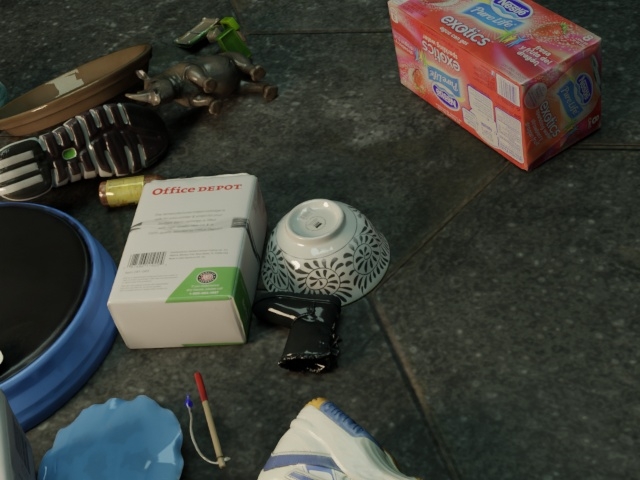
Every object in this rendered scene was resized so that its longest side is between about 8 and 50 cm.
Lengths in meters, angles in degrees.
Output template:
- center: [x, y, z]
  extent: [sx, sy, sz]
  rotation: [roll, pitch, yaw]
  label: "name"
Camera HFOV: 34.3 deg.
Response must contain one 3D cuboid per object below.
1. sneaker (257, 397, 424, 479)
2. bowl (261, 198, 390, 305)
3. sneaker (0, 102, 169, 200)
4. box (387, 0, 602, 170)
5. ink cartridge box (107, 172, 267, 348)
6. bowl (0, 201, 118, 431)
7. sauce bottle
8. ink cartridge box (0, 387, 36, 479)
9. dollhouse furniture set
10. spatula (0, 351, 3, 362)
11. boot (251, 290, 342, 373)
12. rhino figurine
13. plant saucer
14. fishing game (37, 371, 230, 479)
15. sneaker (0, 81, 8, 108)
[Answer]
- center: [0.061, 0.284, 1.011]
  extent: [0.131, 0.112, 0.296]
  rotation: [-49, 50, -9]
  label: "sneaker"
- center: [0.000, 0.000, 1.317]
  extent: [0.170, 0.080, 0.170]
  rotation: [-7, 44, 6]
  label: "bowl"
- center: [-0.377, -0.131, 1.540]
  extent: [0.281, 0.106, 0.162]
  rotation: [-19, 9, -34]
  label: "sneaker"
- center: [0.243, -0.250, 1.461]
  extent: [0.142, 0.154, 0.300]
  rotation: [-30, 44, -17]
  label: "box"
- center: [-0.162, 0.023, 1.324]
  extent: [0.160, 0.093, 0.219]
  rotation: [-3, 44, 11]
  label: "ink cartridge box"
- center: [-0.454, 0.097, 1.337]
  extent: [0.391, 0.077, 0.391]
  rotation: [-8, 43, 7]
  label: "bowl"
- center: [-0.251, -0.073, 1.485]
  extent: [0.128, 0.042, 0.042]
  rotation: [-6, 44, 9]
  label: "sauce bottle"
- center: [-0.436, 0.322, 1.009]
  extent: [0.309, 0.130, 0.272]
  rotation: [-15, 47, -8]
  label: "ink cartridge box"
- center: [-0.174, -0.331, 1.745]
  extent: [0.076, 0.058, 0.151]
  rotation: [-43, 31, -18]
  label: "dollhouse furniture set"
- center: [-0.503, 0.165, 1.210]
  extent: [0.242, 0.019, 0.168]
  rotation: [-33, 47, -19]
  label: "spatula"
- center: [-0.031, 0.111, 1.238]
  extent: [0.121, 0.045, 0.099]
  rotation: [-1, 48, 12]
  label: "boot"
- center: [-0.189, -0.236, 1.574]
  extent: [0.243, 0.073, 0.106]
  rotation: [-18, 37, -36]
  label: "rhino figurine"
- center: [-0.382, -0.232, 1.617]
  extent: [0.278, 0.041, 0.278]
  rotation: [-22, 20, 8]
  label: "plant saucer"
- center: [-0.229, 0.256, 1.143]
  extent: [0.264, 0.041, 0.189]
  rotation: [-25, 43, 0]
  label: "fishing game"
- center: [-0.676, -0.195, 1.661]
  extent: [0.319, 0.127, 0.208]
  rotation: [-36, 49, -22]
  label: "sneaker"
